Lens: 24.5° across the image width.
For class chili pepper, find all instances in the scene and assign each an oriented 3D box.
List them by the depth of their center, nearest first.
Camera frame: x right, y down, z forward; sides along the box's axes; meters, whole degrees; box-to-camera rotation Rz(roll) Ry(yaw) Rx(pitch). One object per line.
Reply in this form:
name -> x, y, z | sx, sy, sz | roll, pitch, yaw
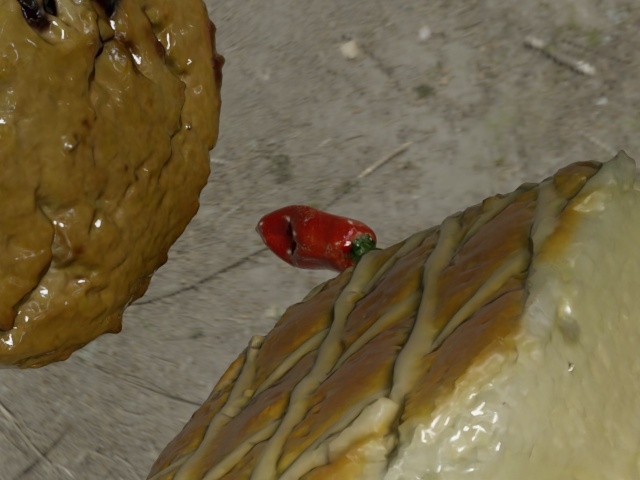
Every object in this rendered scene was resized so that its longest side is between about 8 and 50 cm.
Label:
chili pepper -> -0.001, -0.001, 1.321 | 0.050, 0.191, 0.059 | -23, 112, -38

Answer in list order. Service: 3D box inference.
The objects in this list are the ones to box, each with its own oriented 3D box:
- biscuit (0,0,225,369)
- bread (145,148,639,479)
biscuit -> -0.154, -0.074, 0.803 | 0.296, 0.075, 0.296 | -4, 95, -54
bread -> 0.085, 0.168, 1.039 | 0.279, 0.371, 0.390 | 55, 45, -14
